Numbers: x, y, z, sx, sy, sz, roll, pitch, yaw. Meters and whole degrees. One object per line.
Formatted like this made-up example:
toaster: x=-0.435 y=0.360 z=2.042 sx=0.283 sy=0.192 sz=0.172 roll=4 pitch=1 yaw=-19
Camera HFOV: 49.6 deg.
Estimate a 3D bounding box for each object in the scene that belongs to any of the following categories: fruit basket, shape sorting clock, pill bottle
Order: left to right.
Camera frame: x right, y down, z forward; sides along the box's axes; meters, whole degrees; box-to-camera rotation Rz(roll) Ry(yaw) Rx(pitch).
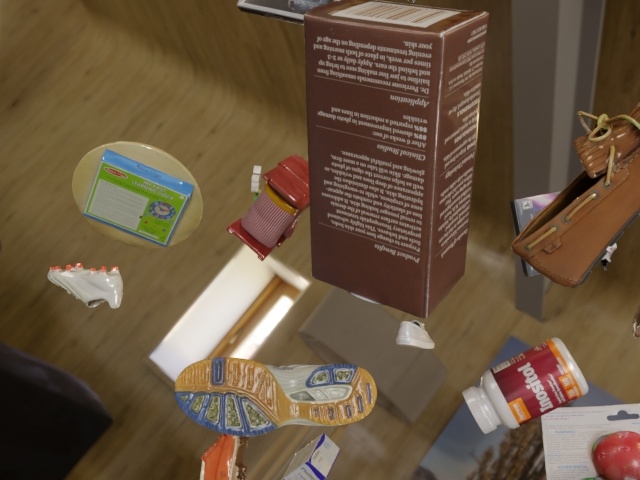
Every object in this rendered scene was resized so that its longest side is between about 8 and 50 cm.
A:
shape sorting clock: x=-0.288 y=-0.069 z=1.096 sx=0.206 sy=0.040 sz=0.206 roll=4 pitch=-46 yaw=4
pill bottle: x=0.277 y=0.202 z=0.945 sx=0.086 sy=0.152 sz=0.086 roll=58 pitch=9 yaw=-14
fruit basket: x=0.587 y=0.467 z=1.276 sx=0.326 sy=0.353 sz=0.165 roll=-8 pitch=-49 yaw=19

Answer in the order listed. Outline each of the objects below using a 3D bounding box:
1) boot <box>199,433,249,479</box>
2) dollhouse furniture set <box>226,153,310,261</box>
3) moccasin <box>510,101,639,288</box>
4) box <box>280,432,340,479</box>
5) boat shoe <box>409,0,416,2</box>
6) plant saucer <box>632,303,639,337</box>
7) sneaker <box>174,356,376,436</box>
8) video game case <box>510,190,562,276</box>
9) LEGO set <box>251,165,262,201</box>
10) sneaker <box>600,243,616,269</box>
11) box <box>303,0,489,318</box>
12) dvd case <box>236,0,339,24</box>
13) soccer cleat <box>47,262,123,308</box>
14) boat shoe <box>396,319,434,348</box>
boot: x=-0.174 y=0.369 z=1.241 sx=0.084 sy=0.158 sz=0.059 roll=0 pitch=-20 yaw=16
dollhouse furniture set: x=0.000 y=0.000 z=1.591 sx=0.374 sy=0.152 sz=0.201 roll=39 pitch=-52 yaw=4
moccasin: x=0.416 y=-0.111 z=0.999 sx=0.147 sy=0.380 sz=0.139 roll=33 pitch=31 yaw=4
box: x=-0.028 y=0.624 z=1.914 sx=0.072 sy=0.137 sz=0.126 roll=44 pitch=31 yaw=-1
boat shoe: x=0.196 y=-0.618 z=1.523 sx=0.083 sy=0.065 sz=0.183 roll=27 pitch=-37 yaw=14
plant saucer: x=0.633 y=0.103 z=1.228 sx=0.036 sy=0.198 sz=0.199 roll=61 pitch=1 yaw=31
sneaker: x=-0.069 y=0.238 z=1.046 sx=0.296 sy=0.112 sz=0.131 roll=5 pitch=-13 yaw=-5
video game case: x=0.623 y=-0.029 z=1.787 sx=0.026 sy=0.274 sz=0.196 roll=170 pitch=-90 yaw=-69
LEGO set: x=-0.148 y=-0.076 z=1.853 sx=0.087 sy=0.093 sz=0.227 roll=6 pitch=-52 yaw=0
sneaker: x=0.700 y=0.039 z=1.701 sx=0.098 sy=0.069 sz=0.038 roll=4 pitch=-13 yaw=-40
box: x=0.095 y=-0.107 z=0.909 sx=0.191 sy=0.143 sz=0.382 roll=19 pitch=-56 yaw=30
dvd case: x=-0.028 y=-0.501 z=1.325 sx=0.238 sy=0.179 sz=0.029 roll=21 pitch=-6 yaw=26
soccer cleat: x=-0.438 y=0.084 z=1.274 sx=0.196 sy=0.076 sz=0.068 roll=2 pitch=7 yaw=36
boat shoe: x=0.221 y=0.218 z=1.613 sx=0.066 sy=0.063 sz=0.184 roll=1 pitch=-10 yaw=30
